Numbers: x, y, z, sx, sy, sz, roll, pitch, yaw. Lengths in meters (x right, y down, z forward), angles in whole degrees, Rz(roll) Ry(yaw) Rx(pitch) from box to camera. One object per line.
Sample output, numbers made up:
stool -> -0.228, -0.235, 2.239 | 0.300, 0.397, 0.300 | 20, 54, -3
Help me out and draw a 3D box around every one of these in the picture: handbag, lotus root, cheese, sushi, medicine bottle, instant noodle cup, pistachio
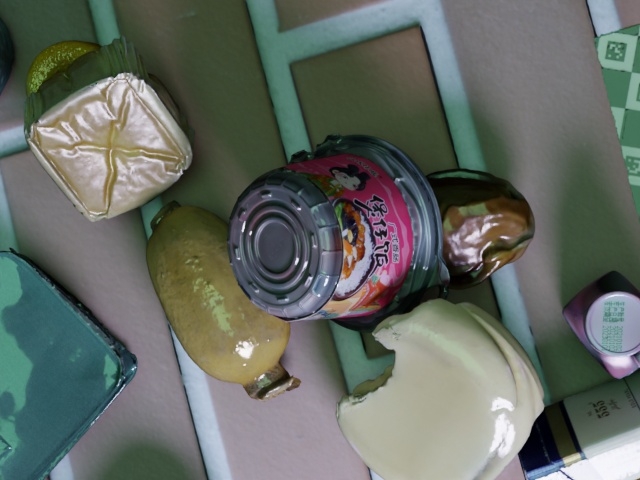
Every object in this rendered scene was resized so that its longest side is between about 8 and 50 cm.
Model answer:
handbag -> -0.422, 0.178, 1.864 | 0.268, 0.100, 0.274 | 41, 94, 6
lotus root -> -0.133, 0.078, 1.799 | 0.146, 0.131, 0.303 | -32, 82, 7
cheese -> 0.145, 0.201, 1.709 | 0.233, 0.127, 0.266 | 40, 120, 4
sushi -> 0.511, -0.165, 1.748 | 0.264, 0.050, 0.290 | -16, 85, 8
medicine bottle -> 0.367, 0.105, 1.685 | 0.094, 0.188, 0.119 | -39, 81, 5
instant noodle cup -> 0.000, 0.000, 1.705 | 0.302, 0.181, 0.258 | 29, 114, 35
pistachio -> 0.173, -0.020, 1.757 | 0.210, 0.130, 0.165 | 2, 66, 26

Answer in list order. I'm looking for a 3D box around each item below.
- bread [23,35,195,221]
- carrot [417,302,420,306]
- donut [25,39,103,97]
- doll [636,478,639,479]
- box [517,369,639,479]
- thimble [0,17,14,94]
bread -> -0.281, -0.146, 1.808 | 0.192, 0.210, 0.110 | -32, 40, 7
carrot -> 0.139, 0.146, 1.789 | 0.061, 0.061, 0.257 | -35, 84, 6
donut -> -0.340, -0.213, 1.891 | 0.151, 0.058, 0.152 | -1, 86, 12
doll -> 0.374, 0.365, 1.702 | 0.142, 0.135, 0.221 | -19, 52, 11
box -> 0.370, 0.237, 1.686 | 0.259, 0.168, 0.071 | -23, 105, 9
thimble -> -0.543, -0.249, 1.884 | 0.198, 0.143, 0.235 | 7, 90, 10
